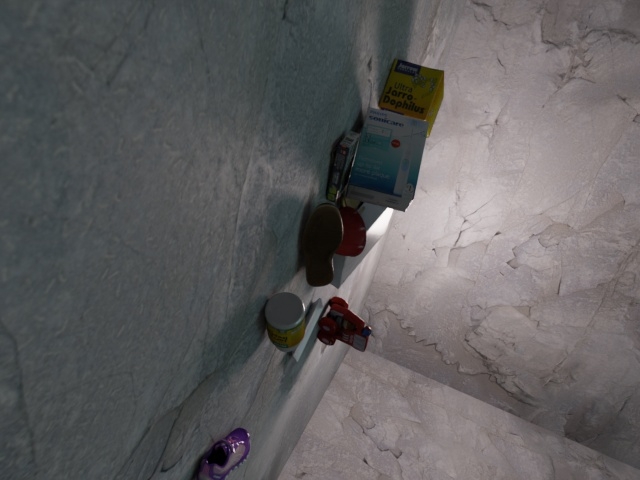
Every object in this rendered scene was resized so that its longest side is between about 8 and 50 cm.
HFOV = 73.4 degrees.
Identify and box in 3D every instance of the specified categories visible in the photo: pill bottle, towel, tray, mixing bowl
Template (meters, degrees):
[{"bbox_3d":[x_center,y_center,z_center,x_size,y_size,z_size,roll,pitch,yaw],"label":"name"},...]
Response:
[{"bbox_3d":[-0.105,0.256,1.301,0.208,0.118,0.117,93,23,-53],"label":"pill bottle"},{"bbox_3d":[0.052,-0.277,1.339,0.060,0.010,0.083,88,27,-57],"label":"towel"},{"bbox_3d":[-0.060,0.376,1.825,0.145,0.030,0.270,82,31,-64],"label":"tray"},{"bbox_3d":[0.064,-0.022,1.488,0.098,0.181,0.181,-13,129,-35],"label":"mixing bowl"}]

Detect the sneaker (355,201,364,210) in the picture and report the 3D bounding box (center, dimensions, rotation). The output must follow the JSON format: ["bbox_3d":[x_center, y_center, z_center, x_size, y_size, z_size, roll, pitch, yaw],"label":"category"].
[{"bbox_3d":[0.207,-0.144,1.982,0.129,0.111,0.296,-34,147,-32],"label":"sneaker"}]

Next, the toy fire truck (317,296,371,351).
[{"bbox_3d":[0.133,0.437,2.173,0.302,0.254,0.169,94,22,-50],"label":"toy fire truck"}]

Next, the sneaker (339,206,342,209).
[{"bbox_3d":[0.117,-0.142,1.694,0.089,0.051,0.170,31,77,-71],"label":"sneaker"}]

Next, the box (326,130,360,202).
[{"bbox_3d":[0.071,-0.235,1.384,0.114,0.036,0.206,-56,165,-46],"label":"box"}]

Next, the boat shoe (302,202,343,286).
[{"bbox_3d":[0.000,0.000,1.384,0.123,0.124,0.341,-97,-173,-45],"label":"boat shoe"}]

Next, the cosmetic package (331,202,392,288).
[{"bbox_3d":[0.161,-0.012,1.778,0.377,0.098,0.284,-47,159,-27],"label":"cosmetic package"}]

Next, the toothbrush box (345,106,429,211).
[{"bbox_3d":[0.224,-0.272,1.448,0.126,0.217,0.295,101,5,-73],"label":"toothbrush box"}]

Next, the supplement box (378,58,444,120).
[{"bbox_3d":[0.384,-0.573,1.776,0.356,0.194,0.195,-7,117,-74],"label":"supplement box"}]

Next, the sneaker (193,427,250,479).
[{"bbox_3d":[-0.276,0.620,1.255,0.236,0.095,0.104,-33,134,-65],"label":"sneaker"}]

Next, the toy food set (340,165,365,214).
[{"bbox_3d":[0.109,-0.173,1.598,0.132,0.039,0.191,-48,131,-46],"label":"toy food set"}]
